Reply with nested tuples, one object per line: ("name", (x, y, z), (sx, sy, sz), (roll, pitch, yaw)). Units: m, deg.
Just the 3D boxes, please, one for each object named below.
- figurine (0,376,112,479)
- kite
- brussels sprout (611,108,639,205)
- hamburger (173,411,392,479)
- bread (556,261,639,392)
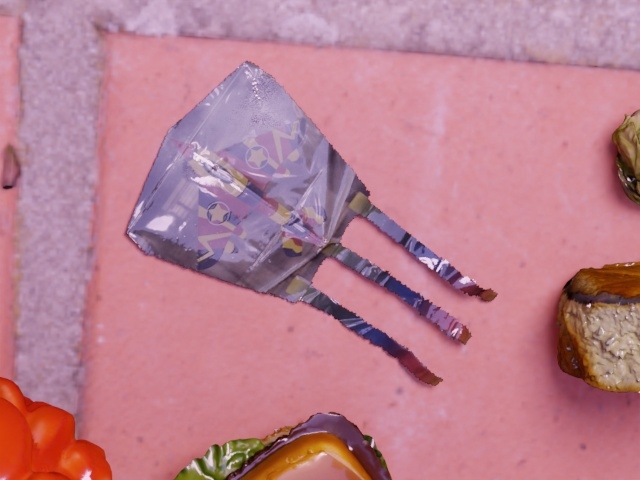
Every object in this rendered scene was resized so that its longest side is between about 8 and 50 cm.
("figurine", (-0.193, 0.279, 1.073), (0.241, 0.306, 0.412), (-20, 105, -14))
("kite", (0.000, 0.000, 1.195), (0.245, 0.015, 0.141), (34, 97, -12))
("brussels sprout", (0.223, -0.057, 1.198), (0.085, 0.058, 0.085), (-10, 105, -41))
("hamburger", (-0.029, 0.183, 1.188), (0.166, 0.087, 0.137), (-33, 103, -2))
("bread", (0.226, 0.053, 1.179), (0.140, 0.128, 0.069), (-8, 97, -7))
